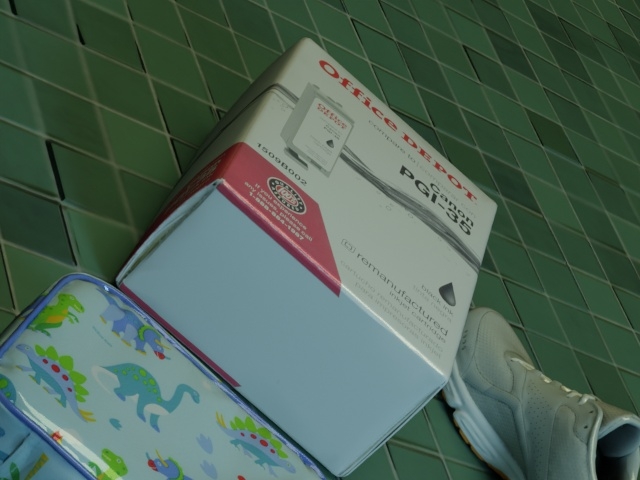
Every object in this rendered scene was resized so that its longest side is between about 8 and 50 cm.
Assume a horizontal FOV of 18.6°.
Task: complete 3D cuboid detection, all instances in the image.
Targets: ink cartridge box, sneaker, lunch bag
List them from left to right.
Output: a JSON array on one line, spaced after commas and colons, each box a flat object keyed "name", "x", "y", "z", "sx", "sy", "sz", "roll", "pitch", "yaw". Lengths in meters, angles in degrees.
[{"name": "lunch bag", "x": -0.099, "y": 0.129, "z": 1.076, "sx": 0.219, "sy": 0.090, "sz": 0.176, "roll": 43, "pitch": 27, "yaw": -6}, {"name": "ink cartridge box", "x": 0.000, "y": 0.000, "z": 1.374, "sx": 0.207, "sy": 0.117, "sz": 0.283, "roll": 41, "pitch": 27, "yaw": -9}, {"name": "sneaker", "x": 0.178, "y": 0.139, "z": 1.431, "sx": 0.099, "sy": 0.121, "sz": 0.262, "roll": 21, "pitch": 35, "yaw": -42}]
